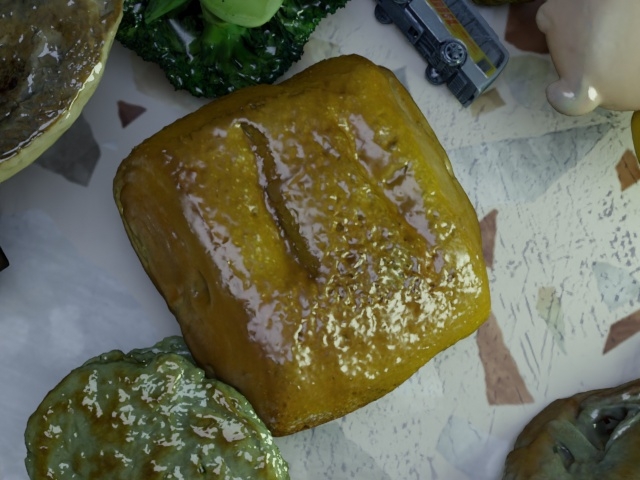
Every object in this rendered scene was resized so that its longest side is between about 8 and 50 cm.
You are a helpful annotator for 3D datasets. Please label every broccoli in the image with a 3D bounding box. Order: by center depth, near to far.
[{"bbox_3d":[-0.094,-0.271,1.445,0.297,0.297,0.298,-7,117,-13],"label":"broccoli"}]

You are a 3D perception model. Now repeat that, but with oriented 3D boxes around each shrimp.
[{"bbox_3d":[0.303,0.191,1.494,0.168,0.077,0.317,26,61,25],"label":"shrimp"}]

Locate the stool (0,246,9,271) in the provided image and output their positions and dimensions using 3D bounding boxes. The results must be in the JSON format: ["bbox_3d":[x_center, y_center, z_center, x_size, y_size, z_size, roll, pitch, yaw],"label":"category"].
[{"bbox_3d":[-0.460,0.021,1.412,0.264,0.179,0.179,-33,85,-9],"label":"stool"}]

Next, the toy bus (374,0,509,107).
[{"bbox_3d":[0.120,-0.235,1.560,0.075,0.064,0.190,-39,86,-21],"label":"toy bus"}]

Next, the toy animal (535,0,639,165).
[{"bbox_3d":[0.350,-0.203,1.508,0.345,0.247,0.278,2,113,-16],"label":"toy animal"}]

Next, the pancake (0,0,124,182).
[{"bbox_3d":[-0.363,-0.193,1.358,0.386,0.082,0.387,-5,66,10],"label":"pancake"}]

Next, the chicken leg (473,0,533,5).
[{"bbox_3d":[0.238,-0.301,1.579,0.178,0.070,0.093,-23,58,-20],"label":"chicken leg"}]

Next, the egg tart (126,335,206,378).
[{"bbox_3d":[-0.144,0.194,1.461,0.197,0.078,0.197,0,83,-3],"label":"egg tart"}]

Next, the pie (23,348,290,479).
[{"bbox_3d":[-0.144,0.204,1.371,0.248,0.090,0.201,41,99,-3],"label":"pie"}]

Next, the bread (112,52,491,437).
[{"bbox_3d":[0.002,-0.003,1.431,0.337,0.148,0.328,-23,80,-24],"label":"bread"}]
